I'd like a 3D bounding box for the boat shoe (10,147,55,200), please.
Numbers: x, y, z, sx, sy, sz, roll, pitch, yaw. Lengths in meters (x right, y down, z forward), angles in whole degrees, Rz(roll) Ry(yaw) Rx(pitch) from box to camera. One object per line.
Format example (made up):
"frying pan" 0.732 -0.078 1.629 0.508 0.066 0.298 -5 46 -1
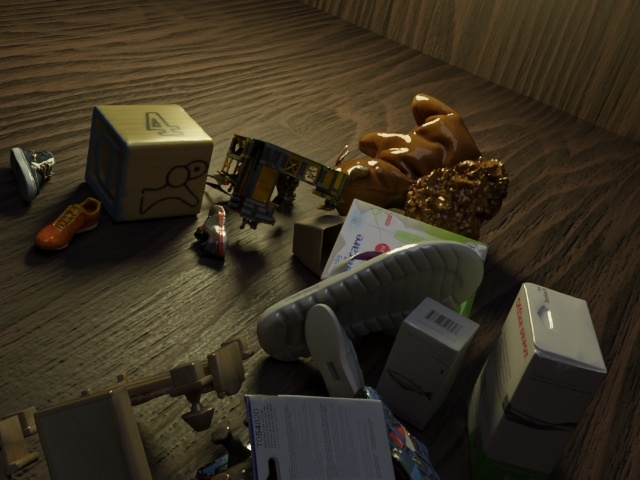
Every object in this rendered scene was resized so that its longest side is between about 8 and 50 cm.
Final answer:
"boat shoe" -0.591 -0.144 1.612 0.083 0.065 0.183 -4 35 -30

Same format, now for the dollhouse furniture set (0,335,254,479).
"dollhouse furniture set" -0.257 0.274 1.074 0.303 0.173 0.355 -16 -2 8

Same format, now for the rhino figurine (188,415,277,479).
"rhino figurine" -0.118 0.326 0.926 0.073 0.106 0.243 -9 27 28

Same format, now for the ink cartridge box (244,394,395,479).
"ink cartridge box" 0.000 0.309 0.977 0.224 0.045 0.223 12 57 -35

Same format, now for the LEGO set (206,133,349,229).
"LEGO set" -0.109 -0.106 1.712 0.255 0.192 0.331 19 4 -37

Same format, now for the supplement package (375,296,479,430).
"supplement package" 0.175 0.206 1.296 0.105 0.179 0.105 28 31 19

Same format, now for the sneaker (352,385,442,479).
"sneaker" 0.104 0.301 1.105 0.087 0.083 0.221 12 33 -36

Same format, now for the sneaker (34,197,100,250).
"sneaker" -0.489 -0.035 1.482 0.064 0.067 0.175 23 32 7

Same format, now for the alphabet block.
"alphabet block" -0.368 -0.169 1.646 0.197 0.192 0.193 -7 39 -36

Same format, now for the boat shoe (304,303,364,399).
"boat shoe" 0.031 0.189 1.286 0.184 0.066 0.063 66 26 -1

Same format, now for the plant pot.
"plant pot" 0.000 0.000 1.641 0.096 0.109 0.109 21 27 35

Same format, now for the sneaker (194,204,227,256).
"sneaker" -0.231 -0.025 1.606 0.065 0.061 0.158 1 32 -13

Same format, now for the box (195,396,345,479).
"box" -0.005 0.350 1.087 0.293 0.057 0.201 -15 42 -43

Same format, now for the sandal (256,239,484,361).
"sandal" 0.081 0.082 1.353 0.416 0.169 0.102 -17 37 -6

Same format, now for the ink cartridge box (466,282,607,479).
"ink cartridge box" 0.334 0.236 1.232 0.115 0.272 0.198 16 30 -1

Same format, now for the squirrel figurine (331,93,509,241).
"squirrel figurine" 0.218 -0.127 1.802 0.371 0.281 0.397 -19 43 -37

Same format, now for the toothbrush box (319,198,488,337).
"toothbrush box" 0.158 0.071 1.503 0.283 0.122 0.206 20 57 7
